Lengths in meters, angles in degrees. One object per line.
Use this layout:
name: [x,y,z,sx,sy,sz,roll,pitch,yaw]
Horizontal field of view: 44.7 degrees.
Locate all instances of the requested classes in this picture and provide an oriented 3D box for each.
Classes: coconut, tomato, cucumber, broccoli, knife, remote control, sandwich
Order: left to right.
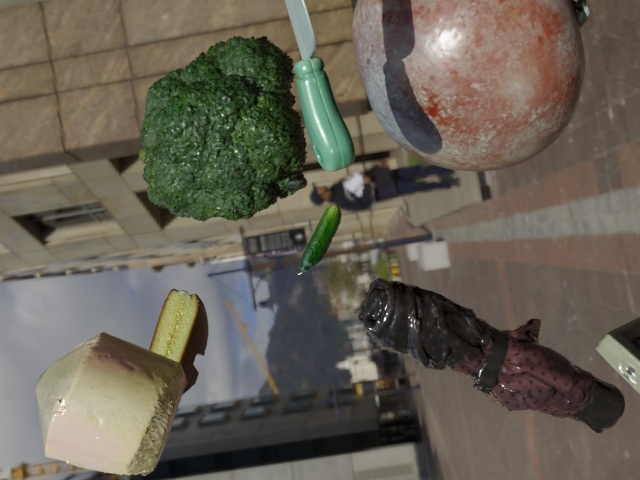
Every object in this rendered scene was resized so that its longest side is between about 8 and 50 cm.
coconut: [-0.234,0.178,0.852,0.147,0.153,0.147,-161,90,-84]
sandwich: [-0.285,0.222,1.548,0.088,0.090,0.244,64,-145,-56]
broccoli: [-0.153,-0.176,1.289,0.283,0.322,0.303,10,-98,-65]
knife: [-0.017,-0.186,0.719,0.063,0.035,0.260,-133,24,-67]
cucumber: [0.000,0.000,1.295,0.037,0.037,0.155,-94,27,-54]
tomato: [0.189,-0.241,0.958,0.317,0.283,0.316,-17,-90,-77]
remote control: [0.524,0.160,1.171,0.123,0.285,0.038,49,128,28]

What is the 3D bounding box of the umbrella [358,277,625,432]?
umbrella: [0.187,0.128,0.819,0.090,0.326,0.094,-52,19,38]
